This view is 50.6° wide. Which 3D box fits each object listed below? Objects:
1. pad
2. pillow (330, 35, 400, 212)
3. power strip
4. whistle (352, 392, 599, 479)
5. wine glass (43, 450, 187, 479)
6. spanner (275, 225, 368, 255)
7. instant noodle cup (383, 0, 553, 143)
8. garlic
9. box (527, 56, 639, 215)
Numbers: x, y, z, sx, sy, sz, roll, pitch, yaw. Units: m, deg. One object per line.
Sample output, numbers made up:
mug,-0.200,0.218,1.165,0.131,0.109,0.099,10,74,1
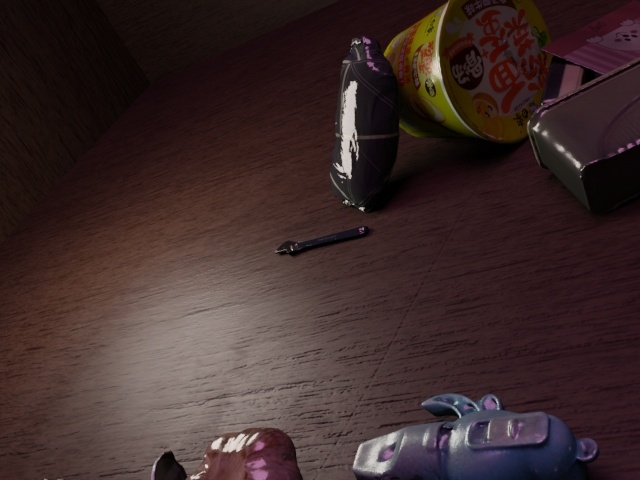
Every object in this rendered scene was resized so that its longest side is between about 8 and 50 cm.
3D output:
pad,0.574,-0.367,1.234,0.300,0.005,0.202,-30,47,-26
pillow,0.082,-0.226,1.328,0.093,0.335,0.161,-7,17,-38
power strip,0.453,-0.272,1.227,0.070,0.105,0.256,-2,39,28
whistle,0.158,0.235,0.730,0.274,0.093,0.186,-15,32,32
wine glass,-0.278,0.357,0.916,0.183,0.122,0.122,-22,30,12
spanner,0.000,0.000,1.322,0.209,0.012,0.046,-14,32,27
instant noodle cup,0.271,-0.330,1.321,0.311,0.311,0.221,-45,22,-24
garlic,-0.089,0.304,0.838,0.159,0.102,0.147,-41,42,5
box,0.479,-0.164,1.027,0.274,0.138,0.178,-26,36,11
